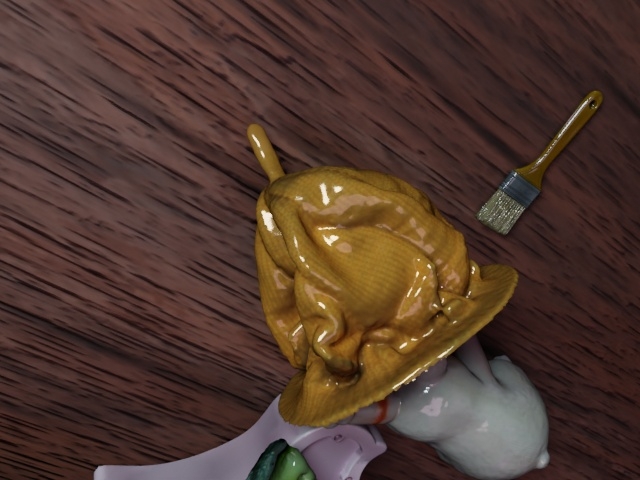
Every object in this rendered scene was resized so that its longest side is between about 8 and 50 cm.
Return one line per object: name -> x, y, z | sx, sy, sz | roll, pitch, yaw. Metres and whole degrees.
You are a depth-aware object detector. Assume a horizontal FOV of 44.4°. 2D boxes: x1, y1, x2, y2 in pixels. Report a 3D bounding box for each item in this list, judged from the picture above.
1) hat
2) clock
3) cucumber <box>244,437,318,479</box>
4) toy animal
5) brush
hat -> 0.000, 0.000, 0.686 | 0.233, 0.244, 0.233 | -37, 99, -27
clock -> -0.093, 0.271, 0.836 | 0.290, 0.080, 0.275 | 11, 115, -25
cucumber -> -0.060, 0.281, 0.701 | 0.086, 0.193, 0.115 | -8, 131, 36
toy animal -> 0.117, 0.154, 0.805 | 0.282, 0.138, 0.140 | 30, 103, -28
brush -> 0.220, -0.078, 0.777 | 0.043, 0.014, 0.170 | 30, 105, -29
